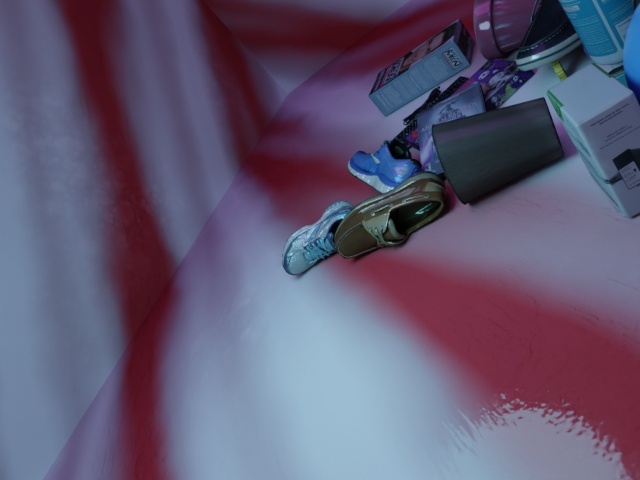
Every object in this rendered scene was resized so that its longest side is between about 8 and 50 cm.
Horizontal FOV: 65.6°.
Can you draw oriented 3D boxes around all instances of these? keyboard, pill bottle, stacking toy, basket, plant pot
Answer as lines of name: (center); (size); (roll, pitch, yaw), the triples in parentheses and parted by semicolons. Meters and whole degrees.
keyboard: (0.352, -0.424, 1.643); (0.317, 0.033, 0.201); (-42, 24, 7)
pill bottle: (0.597, -0.466, 1.014); (0.146, 0.264, 0.146); (-35, 26, 20)
stacking toy: (0.655, -0.502, 1.239); (0.166, 0.052, 0.221); (-29, 28, 34)
basket: (0.385, -0.203, 1.070); (0.226, 0.204, 0.154); (-20, 30, 29)
plant pot: (0.573, -0.650, 1.462); (0.180, 0.201, 0.201); (1, 50, 38)

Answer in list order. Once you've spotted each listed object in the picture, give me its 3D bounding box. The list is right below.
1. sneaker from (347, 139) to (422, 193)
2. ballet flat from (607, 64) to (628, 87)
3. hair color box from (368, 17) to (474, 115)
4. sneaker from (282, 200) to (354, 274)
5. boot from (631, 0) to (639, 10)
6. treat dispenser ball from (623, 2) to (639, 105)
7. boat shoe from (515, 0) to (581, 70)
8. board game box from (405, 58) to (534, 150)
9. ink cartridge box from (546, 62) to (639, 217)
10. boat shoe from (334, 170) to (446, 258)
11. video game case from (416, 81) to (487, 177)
sneaker: (0.193, -0.212, 1.421); (0.147, 0.129, 0.330); (-62, 30, 10)
ballet flat: (0.662, -0.340, 0.931); (0.280, 0.095, 0.096); (-11, 29, 52)
hair color box: (0.370, -0.633, 1.839); (0.374, 0.113, 0.186); (-24, 32, 40)
sneaker: (0.000, 0.000, 1.461); (0.283, 0.110, 0.122); (-45, 27, 3)
boot: (0.687, -0.511, 0.919); (0.337, 0.118, 0.223); (-10, 54, -7)
treat dispenser ball: (0.596, -0.285, 0.703); (0.288, 0.288, 0.288); (-37, 25, 21)
boat shoe: (0.625, -0.623, 1.243); (0.500, 0.156, 0.186); (-52, 24, -12)
board game box: (0.422, -0.385, 1.448); (0.347, 0.056, 0.208); (-43, 20, 7)
ink cartridge box: (0.474, -0.163, 0.813); (0.086, 0.208, 0.153); (-32, 28, 23)
boat shoe: (0.169, -0.049, 1.246); (0.324, 0.122, 0.120); (-36, 29, 24)
video game case: (0.357, -0.292, 1.338); (0.196, 0.026, 0.275); (-23, 46, 30)
